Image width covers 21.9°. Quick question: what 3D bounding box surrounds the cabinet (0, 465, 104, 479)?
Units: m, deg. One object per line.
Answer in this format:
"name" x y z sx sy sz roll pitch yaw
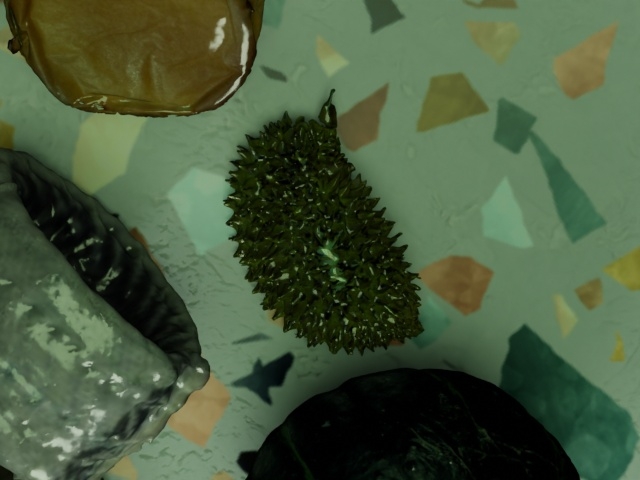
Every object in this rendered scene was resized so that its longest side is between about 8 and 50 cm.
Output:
"cabinet" -0.273 0.272 1.339 0.215 0.175 0.148 -30 104 4

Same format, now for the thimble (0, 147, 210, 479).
"thimble" -0.215 0.063 1.266 0.157 0.217 0.245 -46 71 10

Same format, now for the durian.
"durian" -0.003 0.003 1.339 0.137 0.095 0.221 -23 98 0

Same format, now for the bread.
"bread" -0.137 -0.191 1.258 0.199 0.104 0.199 4 128 5

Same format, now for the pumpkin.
"pumpkin" 0.066 0.246 1.335 0.315 0.238 0.315 -8 118 -14
